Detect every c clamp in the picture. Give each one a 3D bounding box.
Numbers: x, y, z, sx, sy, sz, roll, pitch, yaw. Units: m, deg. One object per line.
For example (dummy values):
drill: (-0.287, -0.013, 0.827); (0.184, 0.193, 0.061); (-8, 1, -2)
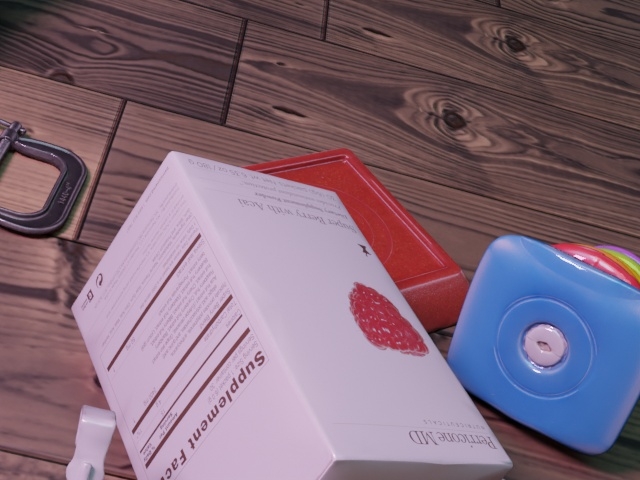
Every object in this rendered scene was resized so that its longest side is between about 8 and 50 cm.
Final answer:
c clamp: (-0.295, -0.064, 1.078); (0.137, 0.022, 0.161); (17, 36, -13)

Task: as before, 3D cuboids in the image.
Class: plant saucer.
plant saucer: (0.000, 0.000, 1.110); (0.259, 0.048, 0.258); (-13, 49, -36)

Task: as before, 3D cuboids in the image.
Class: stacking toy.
stacking toy: (0.269, 0.066, 1.095); (0.175, 0.166, 0.302); (28, 23, 24)

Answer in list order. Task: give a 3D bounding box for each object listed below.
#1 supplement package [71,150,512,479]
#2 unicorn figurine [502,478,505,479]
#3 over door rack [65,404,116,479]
supplement package: (-0.033, 0.104, 0.832); (0.177, 0.175, 0.293); (12, 35, -42)
unicorn figurine: (0.113, 0.229, 0.886); (0.111, 0.060, 0.162); (7, 24, -16)
over door rack: (-0.256, 0.213, 0.588); (0.239, 0.108, 0.324); (15, 67, -13)
